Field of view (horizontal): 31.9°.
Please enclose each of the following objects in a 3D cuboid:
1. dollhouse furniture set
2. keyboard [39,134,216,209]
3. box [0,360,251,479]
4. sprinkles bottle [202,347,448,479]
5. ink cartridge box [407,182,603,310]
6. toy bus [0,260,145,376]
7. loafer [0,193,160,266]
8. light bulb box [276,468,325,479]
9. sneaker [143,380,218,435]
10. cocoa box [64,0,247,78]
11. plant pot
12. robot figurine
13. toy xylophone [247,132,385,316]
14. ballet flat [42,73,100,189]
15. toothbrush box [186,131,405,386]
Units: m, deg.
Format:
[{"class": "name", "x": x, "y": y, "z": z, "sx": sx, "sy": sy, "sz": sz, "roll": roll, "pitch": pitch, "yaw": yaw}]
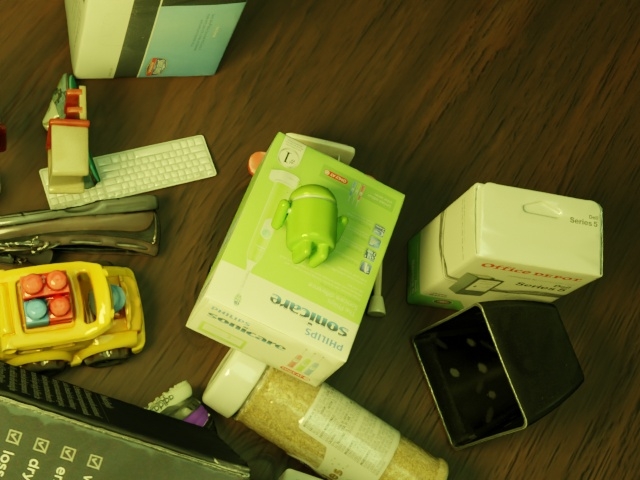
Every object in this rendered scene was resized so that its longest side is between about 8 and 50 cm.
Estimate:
[{"class": "dollhouse furniture set", "x": -0.447, "y": -0.136, "z": 1.515, "sx": 0.259, "sy": 0.262, "sz": 0.135, "roll": -1, "pitch": 71, "yaw": -17}, {"class": "keyboard", "x": -0.287, "y": -0.102, "z": 1.685, "sx": 0.256, "sy": 0.014, "sz": 0.072, "roll": -15, "pitch": 78, "yaw": -20}, {"class": "box", "x": -0.395, "y": 0.389, "z": 1.268, "sx": 0.472, "sy": 0.297, "sz": 0.479, "roll": 21, "pitch": 85, "yaw": -13}, {"class": "sprinkles bottle", "x": 0.009, "y": 0.272, "z": 1.596, "sx": 0.355, "sy": 0.121, "sz": 0.121, "roll": 34, "pitch": 67, "yaw": -4}, {"class": "ink cartridge box", "x": 0.267, "y": 0.023, "z": 1.670, "sx": 0.198, "sy": 0.273, "sz": 0.114, "roll": 9, "pitch": 71, "yaw": -14}, {"class": "toy bus", "x": -0.339, "y": 0.087, "z": 1.505, "sx": 0.220, "sy": 0.211, "sz": 0.149, "roll": -7, "pitch": 74, "yaw": -20}, {"class": "loafer", "x": -0.370, "y": 0.000, "z": 1.581, "sx": 0.303, "sy": 0.109, "sz": 0.095, "roll": -10, "pitch": 93, "yaw": -20}, {"class": "light bulb box", "x": 0.051, "y": 0.538, "z": 1.422, "sx": 0.358, "sy": 0.225, "sz": 0.361, "roll": 20, "pitch": 52, "yaw": -9}, {"class": "sneaker", "x": -0.253, "y": 0.329, "z": 1.512, "sx": 0.293, "sy": 0.102, "sz": 0.146, "roll": -37, "pitch": 87, "yaw": -23}, {"class": "cocoa box", "x": -0.239, "y": -0.406, "z": 1.613, "sx": 0.228, "sy": 0.347, "sz": 0.231, "roll": -4, "pitch": 74, "yaw": -18}, {"class": "plant pot", "x": 0.278, "y": 0.186, "z": 1.682, "sx": 0.167, "sy": 0.187, "sz": 0.188, "roll": -14, "pitch": 77, "yaw": -33}, {"class": "robot figurine", "x": -0.011, "y": -0.024, "z": 1.476, "sx": 0.101, "sy": 0.067, "sz": 0.115, "roll": 13, "pitch": 62, "yaw": -22}, {"class": "toy xylophone", "x": 0.000, "y": 0.000, "z": 1.702, "sx": 0.236, "sy": 0.081, "sz": 0.322, "roll": 4, "pitch": 72, "yaw": -16}, {"class": "ballet flat", "x": -0.376, "y": -0.159, "z": 1.648, "sx": 0.070, "sy": 0.070, "sz": 0.188, "roll": -9, "pitch": 66, "yaw": -19}, {"class": "toothbrush box", "x": -0.031, "y": 0.025, "z": 1.556, "sx": 0.206, "sy": 0.122, "sz": 0.283, "roll": 25, "pitch": 59, "yaw": -8}]
